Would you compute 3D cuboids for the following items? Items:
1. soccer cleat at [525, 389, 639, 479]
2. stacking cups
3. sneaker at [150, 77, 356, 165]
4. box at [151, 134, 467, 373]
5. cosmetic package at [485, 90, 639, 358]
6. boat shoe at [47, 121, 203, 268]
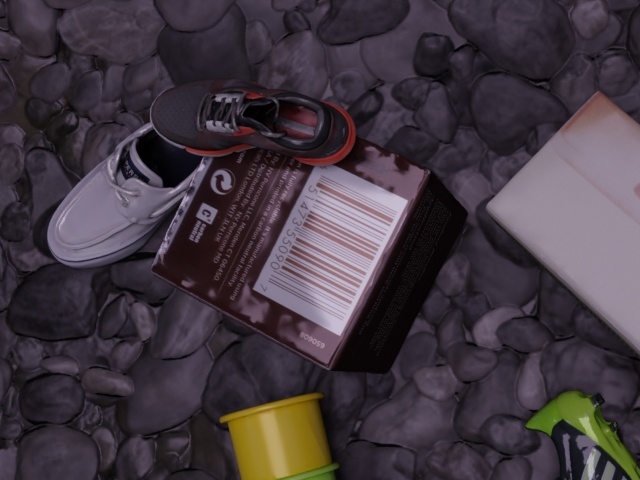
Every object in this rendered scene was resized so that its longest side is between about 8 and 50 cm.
[{"bbox_3d":[0.234,0.208,0.837,0.072,0.060,0.179,-35,68,18],"label":"soccer cleat"},{"bbox_3d":[-0.010,0.293,0.868,0.096,0.096,0.316,-15,79,13],"label":"stacking cups"},{"bbox_3d":[-0.055,-0.092,0.737,0.158,0.065,0.061,6,84,17],"label":"sneaker"},{"bbox_3d":[0.000,0.000,0.849,0.167,0.203,0.168,26,89,17],"label":"box"},{"bbox_3d":[0.283,0.038,0.795,0.129,0.153,0.296,-46,75,6],"label":"cosmetic package"},{"bbox_3d":[-0.163,-0.067,0.965,0.258,0.084,0.095,-38,75,7],"label":"boat shoe"}]
